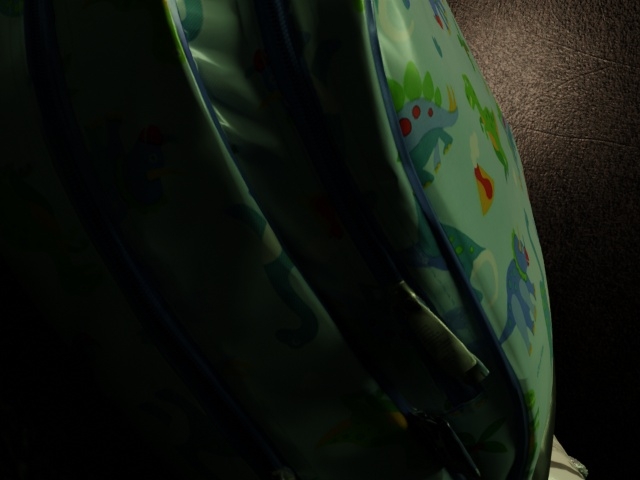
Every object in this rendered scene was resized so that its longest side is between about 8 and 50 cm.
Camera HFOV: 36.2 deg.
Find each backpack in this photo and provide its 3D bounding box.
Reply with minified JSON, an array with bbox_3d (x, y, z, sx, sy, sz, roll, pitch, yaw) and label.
[{"bbox_3d":[-0.011,-0.012,0.478,0.355,0.273,0.290,43,34,-23],"label":"backpack"}]

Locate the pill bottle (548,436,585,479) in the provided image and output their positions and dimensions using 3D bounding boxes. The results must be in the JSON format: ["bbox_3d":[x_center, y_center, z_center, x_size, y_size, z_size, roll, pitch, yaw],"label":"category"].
[{"bbox_3d":[0.118,0.209,0.793,0.176,0.176,0.319,56,4,-37],"label":"pill bottle"}]

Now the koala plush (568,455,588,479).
[{"bbox_3d":[0.177,0.302,1.225,0.221,0.203,0.196,36,5,26],"label":"koala plush"}]
